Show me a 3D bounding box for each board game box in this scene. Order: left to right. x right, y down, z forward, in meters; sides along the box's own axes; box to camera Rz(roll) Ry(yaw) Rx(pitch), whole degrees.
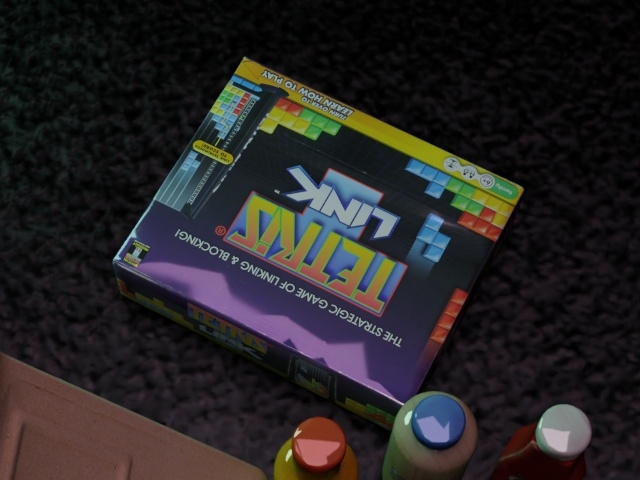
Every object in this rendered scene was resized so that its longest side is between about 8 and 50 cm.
[{"bbox_3d":[0.000,0.000,0.765,0.170,0.048,0.141,25,65,10],"label":"board game box"}]

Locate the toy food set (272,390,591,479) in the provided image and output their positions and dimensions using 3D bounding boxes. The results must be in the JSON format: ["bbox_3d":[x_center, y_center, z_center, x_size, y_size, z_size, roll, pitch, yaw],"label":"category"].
[{"bbox_3d":[0.093,0.141,0.670,0.232,0.104,0.111,35,68,13],"label":"toy food set"}]

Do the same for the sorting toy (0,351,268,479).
[{"bbox_3d":[-0.097,0.166,0.614,0.038,0.208,0.193,-11,60,32],"label":"sorting toy"}]
